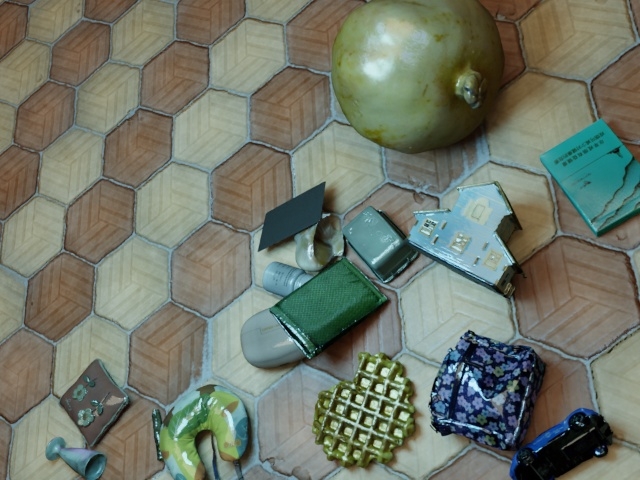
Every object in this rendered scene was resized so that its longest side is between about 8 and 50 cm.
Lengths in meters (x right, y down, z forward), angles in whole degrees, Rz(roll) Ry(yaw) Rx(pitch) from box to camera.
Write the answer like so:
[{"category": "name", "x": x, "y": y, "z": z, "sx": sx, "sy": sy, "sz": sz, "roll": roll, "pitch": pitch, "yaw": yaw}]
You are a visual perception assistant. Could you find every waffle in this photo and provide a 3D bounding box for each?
[{"category": "waffle", "x": 0.089, "y": 0.378, "z": 1.575, "sx": 0.253, "sy": 0.056, "sz": 0.248, "roll": -19, "pitch": 64, "yaw": 18}]

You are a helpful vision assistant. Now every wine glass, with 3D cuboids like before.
[{"category": "wine glass", "x": -0.635, "y": 0.560, "z": 1.816, "sx": 0.155, "sy": 0.073, "sz": 0.073, "roll": 12, "pitch": 76, "yaw": 27}]

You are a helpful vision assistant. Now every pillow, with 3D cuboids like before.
[{"category": "pillow", "x": -0.602, "y": 0.422, "z": 1.852, "sx": 0.179, "sy": 0.075, "sz": 0.171, "roll": 40, "pitch": 90, "yaw": 32}, {"category": "pillow", "x": -0.278, "y": 0.460, "z": 1.683, "sx": 0.233, "sy": 0.086, "sz": 0.214, "roll": -33, "pitch": 60, "yaw": 0}]

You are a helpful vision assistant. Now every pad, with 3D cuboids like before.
[{"category": "pad", "x": -0.073, "y": -0.060, "z": 1.781, "sx": 0.211, "sy": 0.003, "sz": 0.142, "roll": -26, "pitch": 39, "yaw": 33}]

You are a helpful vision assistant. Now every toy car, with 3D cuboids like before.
[{"category": "toy car", "x": 0.466, "y": 0.409, "z": 1.380, "sx": 0.216, "sy": 0.103, "sz": 0.063, "roll": -36, "pitch": 21, "yaw": 10}]

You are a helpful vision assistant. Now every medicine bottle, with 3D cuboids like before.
[{"category": "medicine bottle", "x": -0.071, "y": 0.104, "z": 1.735, "sx": 0.130, "sy": 0.080, "sz": 0.080, "roll": 16, "pitch": 78, "yaw": 27}]

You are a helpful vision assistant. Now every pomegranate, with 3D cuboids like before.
[{"category": "pomegranate", "x": 0.235, "y": -0.388, "z": 1.611, "sx": 0.412, "sy": 0.411, "sz": 0.411, "roll": -8, "pitch": 68, "yaw": 21}]

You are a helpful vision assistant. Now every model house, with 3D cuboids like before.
[{"category": "model house", "x": 0.347, "y": -0.022, "z": 1.539, "sx": 0.271, "sy": 0.178, "sz": 0.206, "roll": 29, "pitch": 90, "yaw": 32}]

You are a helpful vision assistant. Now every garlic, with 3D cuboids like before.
[{"category": "garlic", "x": -0.013, "y": -0.003, "z": 1.734, "sx": 0.124, "sy": 0.099, "sz": 0.174, "roll": -12, "pitch": 50, "yaw": 26}]

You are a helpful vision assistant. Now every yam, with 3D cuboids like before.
[{"category": "yam", "x": -0.404, "y": 0.489, "z": 1.770, "sx": 0.027, "sy": 0.033, "sz": 0.129, "roll": -41, "pitch": 51, "yaw": 36}]

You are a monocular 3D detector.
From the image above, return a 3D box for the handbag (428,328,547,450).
[{"category": "handbag", "x": 0.336, "y": 0.311, "z": 1.449, "sx": 0.208, "sy": 0.127, "sz": 0.228, "roll": 12, "pitch": 76, "yaw": 34}]

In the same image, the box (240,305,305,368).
[{"category": "box", "x": -0.098, "y": 0.229, "z": 1.694, "sx": 0.200, "sy": 0.088, "sz": 0.145, "roll": -20, "pitch": 63, "yaw": 15}]

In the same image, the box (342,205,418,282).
[{"category": "box", "x": 0.135, "y": 0.002, "z": 1.675, "sx": 0.124, "sy": 0.093, "sz": 0.172, "roll": -43, "pitch": 60, "yaw": 4}]

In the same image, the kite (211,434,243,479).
[{"category": "kite", "x": -0.225, "y": 0.628, "z": 1.639, "sx": 0.204, "sy": 0.022, "sz": 0.360, "roll": -28, "pitch": 62, "yaw": 13}]

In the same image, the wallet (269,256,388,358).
[{"category": "wallet", "x": 0.019, "y": 0.153, "z": 1.641, "sx": 0.236, "sy": 0.055, "sz": 0.160, "roll": -33, "pitch": 68, "yaw": -25}]

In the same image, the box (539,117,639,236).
[{"category": "box", "x": 0.613, "y": -0.140, "z": 1.546, "sx": 0.161, "sy": 0.042, "sz": 0.226, "roll": -33, "pitch": 61, "yaw": 11}]
